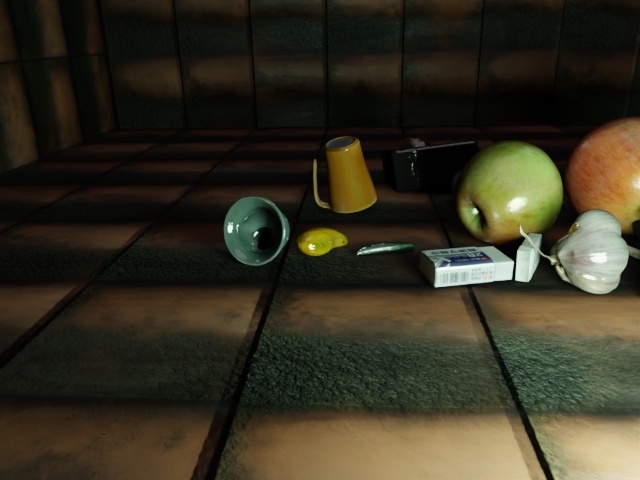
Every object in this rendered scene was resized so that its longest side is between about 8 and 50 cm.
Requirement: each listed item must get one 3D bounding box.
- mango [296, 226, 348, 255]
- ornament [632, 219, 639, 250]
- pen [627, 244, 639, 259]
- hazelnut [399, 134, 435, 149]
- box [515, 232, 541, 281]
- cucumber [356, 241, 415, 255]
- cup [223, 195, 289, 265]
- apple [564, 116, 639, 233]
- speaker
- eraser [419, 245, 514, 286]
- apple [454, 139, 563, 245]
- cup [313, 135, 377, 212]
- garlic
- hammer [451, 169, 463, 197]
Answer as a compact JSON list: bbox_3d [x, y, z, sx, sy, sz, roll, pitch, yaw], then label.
[{"bbox_3d":[0.000,0.000,1.620,0.190,0.075,0.098,-15,42,-45],"label":"mango"},{"bbox_3d":[0.996,-0.025,1.449,0.251,0.106,0.260,-1,-7,4],"label":"ornament"},{"bbox_3d":[0.874,0.021,1.577,0.028,0.028,0.239,-9,23,-19],"label":"pen"},{"bbox_3d":[0.433,-0.359,2.417,0.186,0.210,0.210,-23,19,9],"label":"hazelnut"},{"bbox_3d":[0.558,0.044,1.459,0.040,0.084,0.154,12,24,29],"label":"box"},{"bbox_3d":[0.193,0.023,1.604,0.184,0.036,0.033,-4,29,-10],"label":"cucumber"},{"bbox_3d":[-0.163,-0.029,1.604,0.199,0.199,0.150,7,4,22],"label":"cup"},{"bbox_3d":[0.956,-0.190,1.683,0.364,0.364,0.364,-1,21,0],"label":"apple"},{"bbox_3d":[0.443,-0.311,2.231,0.388,0.180,0.184,-4,17,11],"label":"speaker"},{"bbox_3d":[0.380,0.066,1.435,0.210,0.068,0.124,-4,19,-9],"label":"eraser"},{"bbox_3d":[0.547,-0.134,1.623,0.277,0.319,0.319,-16,25,-21],"label":"apple"},{"bbox_3d":[0.078,-0.230,1.988,0.226,0.264,0.182,-11,28,6],"label":"cup"},{"bbox_3d":[0.649,0.021,1.398,0.256,0.207,0.207,20,29,35],"label":"garlic"},{"bbox_3d":[0.655,-0.176,2.014,0.335,0.119,0.206,9,23,7],"label":"hammer"}]
